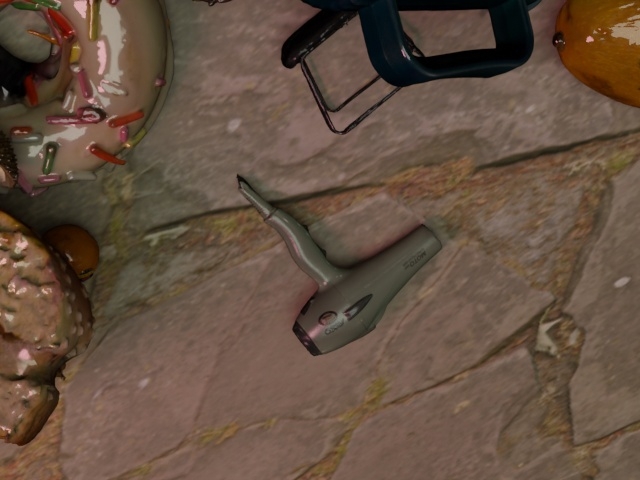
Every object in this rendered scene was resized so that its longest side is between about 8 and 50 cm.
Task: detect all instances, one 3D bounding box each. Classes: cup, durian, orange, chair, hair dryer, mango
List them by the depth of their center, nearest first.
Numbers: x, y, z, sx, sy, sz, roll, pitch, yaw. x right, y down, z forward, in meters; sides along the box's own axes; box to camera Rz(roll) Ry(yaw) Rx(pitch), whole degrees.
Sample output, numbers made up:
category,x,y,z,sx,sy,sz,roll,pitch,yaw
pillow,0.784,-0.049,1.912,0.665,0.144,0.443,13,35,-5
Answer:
category,x,y,z,sx,sy,sz,roll,pitch,yaw
cup,0.105,-0.343,1.374,0.292,0.242,0.308,-11,115,-41
durian,-0.406,-0.107,1.394,0.140,0.071,0.110,18,148,-28
chair,0.006,-0.266,1.509,0.145,0.140,0.221,-38,106,8
mango,0.467,-0.252,1.570,0.359,0.144,0.187,7,111,-13
orange,-0.326,0.018,1.592,0.083,0.083,0.083,-2,109,-7
hair dryer,0.038,-0.002,1.645,0.229,0.092,0.267,-22,101,-8

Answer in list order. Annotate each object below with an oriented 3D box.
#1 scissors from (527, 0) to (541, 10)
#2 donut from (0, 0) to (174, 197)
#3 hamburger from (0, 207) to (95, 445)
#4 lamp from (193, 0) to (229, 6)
category,x,y,z,sx,sy,sz,roll,pitch,yaw
scissors,0.279,-0.366,1.473,0.138,0.041,0.289,44,140,-18
donut,-0.364,-0.228,1.472,0.383,0.142,0.382,-2,109,-6
hamburger,-0.451,0.083,1.495,0.445,0.287,0.268,19,76,18
lamp,-0.137,-0.408,1.399,0.177,0.177,0.274,-16,131,-2
